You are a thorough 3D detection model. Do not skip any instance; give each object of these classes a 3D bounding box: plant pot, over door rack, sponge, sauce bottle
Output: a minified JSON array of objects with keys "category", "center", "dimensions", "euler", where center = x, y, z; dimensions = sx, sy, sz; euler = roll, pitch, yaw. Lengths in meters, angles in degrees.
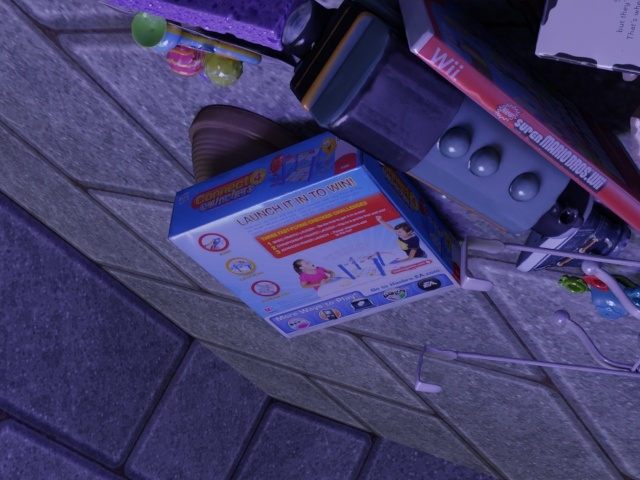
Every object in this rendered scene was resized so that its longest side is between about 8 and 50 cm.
[{"category":"plant pot","center":[-0.106,-0.089,1.351],"dimensions":[0.237,0.109,0.237],"euler":[23,160,9]},{"category":"over door rack","center":[0.280,0.065,1.018],"dimensions":[0.324,0.108,0.239],"euler":[-2,142,-9]},{"category":"sponge","center":[-0.105,-0.264,0.882],"dimensions":[0.210,0.117,0.031],"euler":[20,161,22]},{"category":"sauce bottle","center":[0.166,-0.223,0.745],"dimensions":[0.042,0.042,0.128],"euler":[9,156,43]}]

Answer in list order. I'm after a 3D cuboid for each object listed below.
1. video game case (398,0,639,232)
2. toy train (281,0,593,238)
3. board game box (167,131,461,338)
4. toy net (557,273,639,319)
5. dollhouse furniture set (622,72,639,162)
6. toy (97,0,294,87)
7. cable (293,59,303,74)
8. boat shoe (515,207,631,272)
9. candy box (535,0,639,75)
[{"category":"video game case","center":[0.186,-0.123,0.790],"dimensions":[0.285,0.204,0.025],"euler":[34,116,-18]},{"category":"toy train","center":[0.113,-0.108,0.839],"dimensions":[0.334,0.142,0.190],"euler":[29,-162,-28]},{"category":"board game box","center":[0.000,0.000,1.269],"dimensions":[0.308,0.086,0.302],"euler":[-19,138,25]},{"category":"toy net","center":[0.419,0.059,1.131],"dimensions":[0.122,0.045,0.232],"euler":[39,157,-23]},{"category":"dollhouse furniture set","center":[0.379,-0.098,0.703],"dimensions":[0.212,0.161,0.242],"euler":[11,133,39]},{"category":"toy","center":[-0.135,-0.209,1.013],"dimensions":[0.137,0.056,0.237],"euler":[21,-174,20]},{"category":"cable","center":[0.049,-0.175,1.015],"dimensions":[0.151,0.047,0.184],"euler":[32,160,-14]},{"category":"boat shoe","center":[0.310,0.012,1.117],"dimensions":[0.083,0.065,0.183],"euler":[26,160,0]},{"category":"candy box","center":[0.268,-0.172,0.553],"dimensions":[0.234,0.159,0.071],"euler":[18,-161,26]}]
